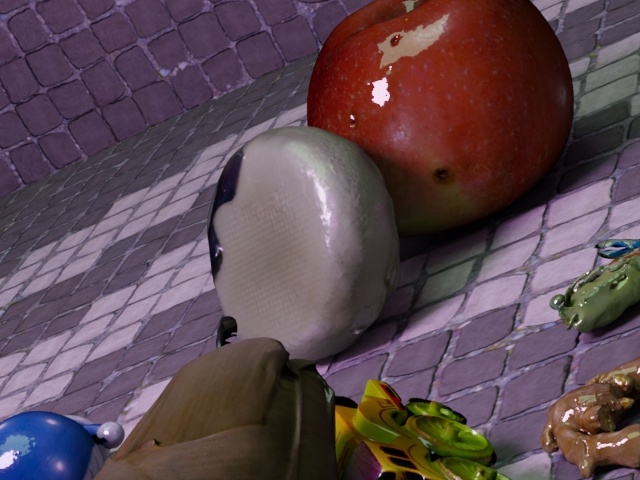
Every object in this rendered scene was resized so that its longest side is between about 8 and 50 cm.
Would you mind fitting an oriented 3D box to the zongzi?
[{"bbox_3d":[-0.129,0.165,1.364,0.181,0.418,0.447,-32,45,32],"label":"zongzi"}]

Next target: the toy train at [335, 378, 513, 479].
[{"bbox_3d":[0.068,0.198,1.534,0.296,0.160,0.101,-134,60,-72],"label":"toy train"}]

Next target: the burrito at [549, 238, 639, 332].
[{"bbox_3d":[0.346,0.002,1.809,0.288,0.054,0.104,-34,17,-12],"label":"burrito"}]

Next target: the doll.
[{"bbox_3d":[-0.311,0.271,2.013,0.215,0.161,0.257,-42,0,5],"label":"doll"}]

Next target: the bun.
[{"bbox_3d":[0.000,0.000,2.097,0.179,0.283,0.283,-7,-1,-40],"label":"bun"}]

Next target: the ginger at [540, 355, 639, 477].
[{"bbox_3d":[0.276,0.129,1.575,0.176,0.053,0.193,-16,23,25],"label":"ginger"}]

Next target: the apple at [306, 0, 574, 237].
[{"bbox_3d":[0.142,-0.169,2.228,0.348,0.277,0.348,-21,17,7],"label":"apple"}]
